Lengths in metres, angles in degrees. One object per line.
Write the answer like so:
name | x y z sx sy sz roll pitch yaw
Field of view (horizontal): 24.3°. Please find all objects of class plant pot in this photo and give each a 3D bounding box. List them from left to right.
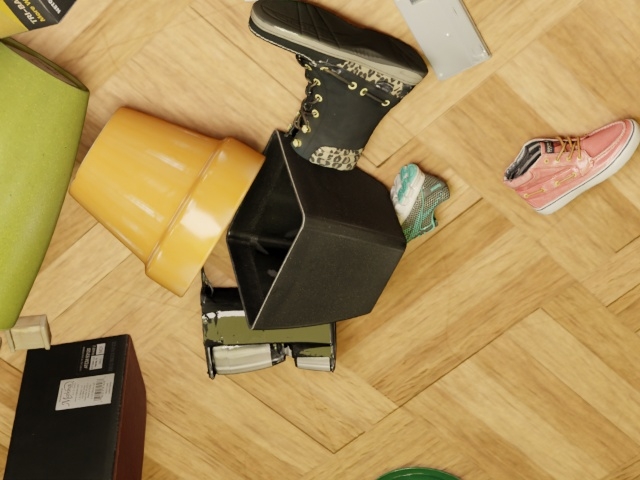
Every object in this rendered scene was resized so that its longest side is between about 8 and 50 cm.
plant pot | -0.409 -0.090 1.768 0.274 0.275 0.293 30 96 -22
plant pot | -0.199 -0.063 1.835 0.188 0.205 0.205 31 121 -4
plant pot | 0.000 0.000 1.893 0.167 0.187 0.188 11 126 -24

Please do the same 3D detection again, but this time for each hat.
hat | 0.141 0.460 2.228 0.208 0.183 0.173 15 125 -12

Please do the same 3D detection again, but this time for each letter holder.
letter holder | -0.318 0.313 2.032 0.152 0.302 0.214 -9 127 5

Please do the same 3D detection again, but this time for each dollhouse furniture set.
dollhouse furniture set | -0.473 0.110 2.000 0.182 0.101 0.161 -6 127 3

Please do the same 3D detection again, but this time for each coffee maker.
coffee maker | -0.068 0.101 1.995 0.178 0.120 0.171 -5 126 1

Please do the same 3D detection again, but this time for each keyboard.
keyboard | 0.119 -0.300 1.769 0.072 0.014 0.256 -21 124 20

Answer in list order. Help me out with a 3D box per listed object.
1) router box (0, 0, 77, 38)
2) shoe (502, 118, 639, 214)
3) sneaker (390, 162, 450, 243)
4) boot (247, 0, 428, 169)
router box | -0.429 -0.352 1.599 0.243 0.081 0.309 -5 135 44
shoe | 0.317 -0.106 1.885 0.081 0.063 0.178 33 124 -29
sneaker | 0.116 -0.021 1.947 0.076 0.065 0.166 15 127 -19
boot | -0.008 -0.183 1.795 0.236 0.085 0.179 16 126 -27
